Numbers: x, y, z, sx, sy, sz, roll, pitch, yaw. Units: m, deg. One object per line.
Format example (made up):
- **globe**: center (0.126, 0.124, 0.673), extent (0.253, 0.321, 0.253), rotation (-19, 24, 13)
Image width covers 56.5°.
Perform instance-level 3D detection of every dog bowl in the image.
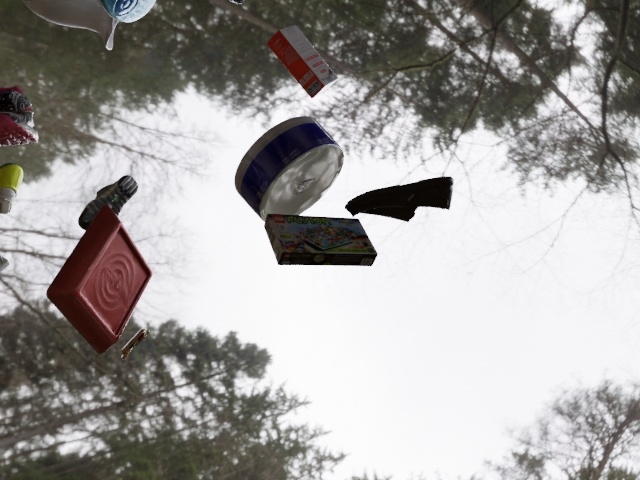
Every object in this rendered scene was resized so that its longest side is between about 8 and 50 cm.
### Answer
- **dog bowl**: center (-0.073, -0.167, 1.450), extent (0.104, 0.265, 0.265), rotation (49, -64, 20)

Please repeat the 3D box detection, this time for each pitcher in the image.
- **pitcher**: center (-0.507, -0.525, 1.251), extent (0.125, 0.207, 0.178), rotation (-37, -149, 63)

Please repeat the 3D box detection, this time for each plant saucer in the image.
- **plant saucer**: center (-0.483, 0.094, 1.369), extent (0.047, 0.258, 0.259), rotation (6, -128, 17)

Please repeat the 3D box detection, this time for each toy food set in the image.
- **toy food set**: center (-0.448, 0.245, 1.436), extent (0.020, 0.083, 0.082), rotation (44, -76, -8)

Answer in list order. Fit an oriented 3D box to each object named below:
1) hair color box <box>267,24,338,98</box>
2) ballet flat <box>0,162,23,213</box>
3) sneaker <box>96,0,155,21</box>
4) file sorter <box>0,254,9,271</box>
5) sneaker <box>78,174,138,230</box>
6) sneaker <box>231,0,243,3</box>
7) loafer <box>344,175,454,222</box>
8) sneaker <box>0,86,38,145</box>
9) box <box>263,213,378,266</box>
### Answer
- **hair color box**: center (-0.041, -0.429, 1.427), extent (0.053, 0.093, 0.167), rotation (-37, -84, 35)
- **ballet flat**: center (-0.747, -0.075, 1.355), extent (0.231, 0.077, 0.077), rotation (-40, -114, 15)
- **sneaker**: center (-0.409, -0.519, 1.013), extent (0.127, 0.319, 0.208), rotation (-44, -100, 0)
- **file sorter**: center (-0.958, 0.057, 1.448), extent (0.192, 0.278, 0.173), rotation (26, -39, 13)
- **sneaker**: center (-0.648, -0.099, 1.766), extent (0.132, 0.229, 0.086), rotation (-10, -58, 41)
- **sneaker**: center (-0.145, -0.534, 1.126), extent (0.067, 0.078, 0.188), rotation (11, -103, 26)
- **loafer**: center (0.157, -0.071, 1.165), extent (0.220, 0.080, 0.078), rotation (-11, -86, 7)
- **sneaker**: center (-0.643, -0.250, 1.202), extent (0.299, 0.120, 0.112), rotation (-150, -125, -61)
- **box**: center (0.000, 0.000, 1.181), extent (0.114, 0.206, 0.036), rotation (65, -37, 42)
